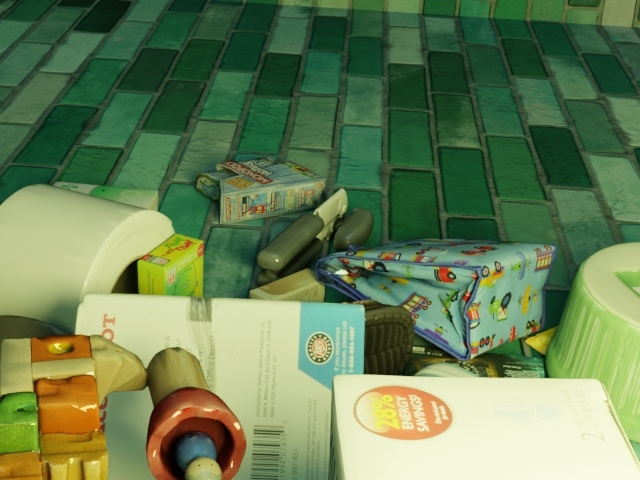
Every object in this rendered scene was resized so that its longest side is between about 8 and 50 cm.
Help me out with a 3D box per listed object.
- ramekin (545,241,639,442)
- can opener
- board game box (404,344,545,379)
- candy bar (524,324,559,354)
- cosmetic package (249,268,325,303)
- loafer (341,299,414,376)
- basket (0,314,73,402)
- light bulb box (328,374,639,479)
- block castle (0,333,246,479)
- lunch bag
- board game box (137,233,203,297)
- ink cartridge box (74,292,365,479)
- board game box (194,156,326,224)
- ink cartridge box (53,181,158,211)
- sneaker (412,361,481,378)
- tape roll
[{"bbox_3d":[0.460,0.126,1.517,0.303,0.148,0.303,5,29,-3],"label":"ramekin"},{"bbox_3d":[0.000,0.000,1.825,0.095,0.076,0.283,13,29,21],"label":"can opener"},{"bbox_3d":[0.204,0.188,1.520,0.186,0.026,0.126,6,27,5],"label":"board game box"},{"bbox_3d":[0.366,0.131,1.664,0.161,0.018,0.040,-16,35,-34],"label":"candy bar"},{"bbox_3d":[-0.048,0.087,1.658,0.115,0.060,0.041,-19,35,-41],"label":"cosmetic package"},{"bbox_3d":[-0.045,0.145,1.456,0.366,0.133,0.130,-14,30,-30],"label":"loafer"},{"bbox_3d":[-0.370,0.209,1.281,0.204,0.154,0.227,11,31,11],"label":"basket"},{"bbox_3d":[0.119,0.339,0.823,0.225,0.361,0.358,1,27,-5],"label":"light bulb box"},{"bbox_3d":[-0.292,0.266,0.999,0.453,0.303,0.213,-3,20,-14],"label":"block castle"},{"bbox_3d":[0.153,0.048,1.657,0.293,0.138,0.221,18,18,36],"label":"lunch bag"},{"bbox_3d":[-0.193,0.093,1.489,0.043,0.181,0.092,14,28,21],"label":"board game box"},{"bbox_3d":[-0.110,0.184,1.254,0.307,0.223,0.129,3,-18,-1],"label":"ink cartridge box"},{"bbox_3d":[-0.126,-0.094,2.018,0.194,0.060,0.194,-18,33,-38],"label":"board game box"},{"bbox_3d":[-0.376,-0.025,1.860,0.181,0.056,0.224,5,24,5],"label":"ink cartridge box"},{"bbox_3d":[0.168,0.251,1.283,0.208,0.127,0.319,-17,23,-39],"label":"sneaker"},{"bbox_3d":[-0.310,0.062,1.472,0.169,0.246,0.246,14,28,21],"label":"tape roll"}]
